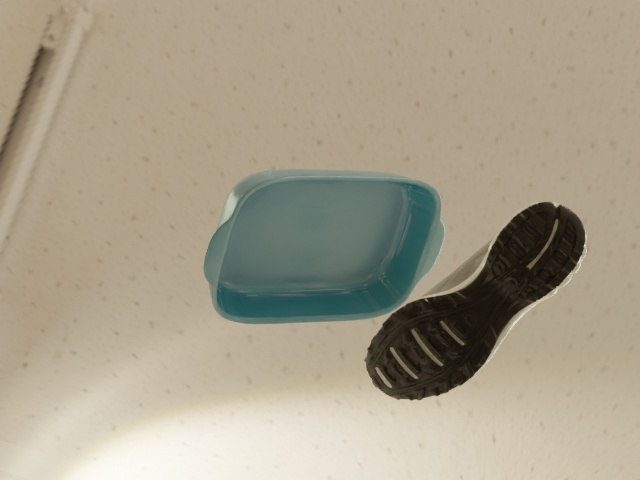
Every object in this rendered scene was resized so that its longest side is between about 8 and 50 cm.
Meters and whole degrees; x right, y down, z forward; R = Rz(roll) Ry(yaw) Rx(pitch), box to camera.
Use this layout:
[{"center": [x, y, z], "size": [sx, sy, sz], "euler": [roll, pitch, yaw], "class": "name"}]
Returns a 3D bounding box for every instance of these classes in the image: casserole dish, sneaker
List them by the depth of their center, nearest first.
[{"center": [0.000, 0.000, 0.815], "size": [0.037, 0.188, 0.114], "euler": [47, -51, 47], "class": "casserole dish"}, {"center": [0.163, 0.068, 1.231], "size": [0.271, 0.108, 0.100], "euler": [-40, -97, 9], "class": "sneaker"}]
